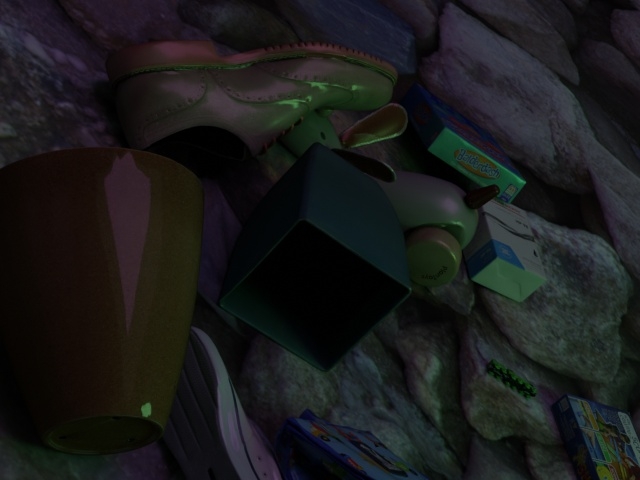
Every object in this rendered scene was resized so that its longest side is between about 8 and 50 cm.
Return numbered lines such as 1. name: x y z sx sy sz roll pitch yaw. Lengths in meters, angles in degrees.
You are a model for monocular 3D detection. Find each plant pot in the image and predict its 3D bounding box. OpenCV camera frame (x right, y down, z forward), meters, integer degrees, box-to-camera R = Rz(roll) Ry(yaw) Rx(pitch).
1. plant pot: -0.224 0.073 1.594 0.237 0.237 0.254 16 56 -39
2. plant pot: 0.000 0.000 1.973 0.166 0.165 0.234 34 31 -18

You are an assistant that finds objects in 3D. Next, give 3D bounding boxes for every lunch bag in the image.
1. lunch bag: 0.067 0.298 1.726 0.293 0.138 0.221 47 12 22

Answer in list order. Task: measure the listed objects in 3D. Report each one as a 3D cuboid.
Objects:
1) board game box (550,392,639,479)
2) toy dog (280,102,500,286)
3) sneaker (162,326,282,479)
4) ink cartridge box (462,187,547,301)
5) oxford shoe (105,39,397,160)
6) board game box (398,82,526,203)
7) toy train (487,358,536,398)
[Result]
1. board game box: 0.400 0.311 2.203 0.136 0.035 0.201 19 40 -36
2. toy dog: 0.109 -0.088 2.200 0.334 0.161 0.220 27 35 -27
3. sneaker: -0.105 0.211 1.691 0.091 0.094 0.258 25 40 -56
4. ink cartridge box: 0.258 -0.007 2.379 0.104 0.060 0.180 24 37 -32
5. oxford shoe: -0.079 -0.169 2.067 0.397 0.140 0.146 -3 77 -24
6. board game box: 0.212 -0.149 2.443 0.160 0.047 0.210 32 15 -22
7. toy train: 0.261 0.188 2.200 0.083 0.017 0.023 33 23 -20
